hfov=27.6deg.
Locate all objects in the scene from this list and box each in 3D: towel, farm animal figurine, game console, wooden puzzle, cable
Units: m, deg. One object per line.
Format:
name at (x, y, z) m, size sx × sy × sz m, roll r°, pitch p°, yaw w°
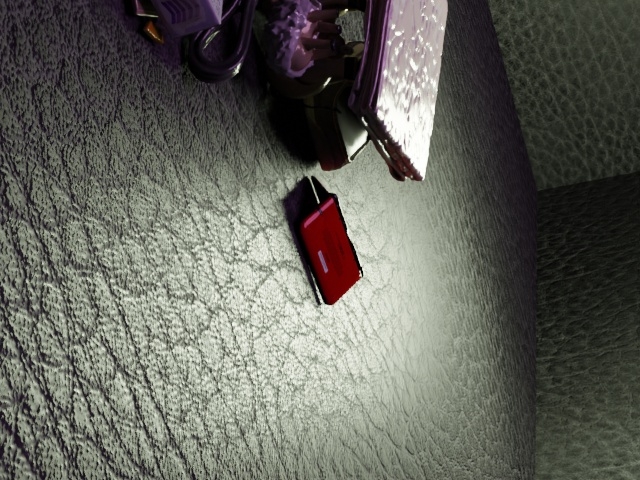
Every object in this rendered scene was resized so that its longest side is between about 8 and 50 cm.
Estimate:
towel at (0.113, -0.273, 1.833) m, size 0.332 × 0.053 × 0.317 m, roll 45°, pitch 52°, yaw -69°
farm animal figurine at (-0.015, -0.335, 1.781) m, size 0.330 × 0.172 × 0.327 m, roll 47°, pitch 49°, yaw -70°
game console at (0.000, 0.000, 1.856) m, size 0.124 × 0.085 × 0.144 m, roll -42°, pitch 125°, yaw -34°
wooden puzzle at (-0.193, -0.270, 1.382) m, size 0.078 × 0.014 × 0.116 m, roll 4°, pitch 75°, yaw -77°
cable at (-0.091, -0.298, 1.565) m, size 0.072 × 0.139 × 0.287 m, roll 127°, pitch -30°, yaw -61°

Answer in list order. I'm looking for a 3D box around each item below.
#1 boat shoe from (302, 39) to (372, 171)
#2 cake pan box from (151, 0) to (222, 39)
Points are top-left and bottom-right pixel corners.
boat shoe at (0.060, -0.225, 1.988) m, size 0.355 × 0.130 × 0.132 m, roll -75°, pitch 150°, yaw -56°
cake pan box at (-0.173, -0.385, 1.402) m, size 0.267 × 0.070 × 0.246 m, roll -89°, pitch 158°, yaw -48°
